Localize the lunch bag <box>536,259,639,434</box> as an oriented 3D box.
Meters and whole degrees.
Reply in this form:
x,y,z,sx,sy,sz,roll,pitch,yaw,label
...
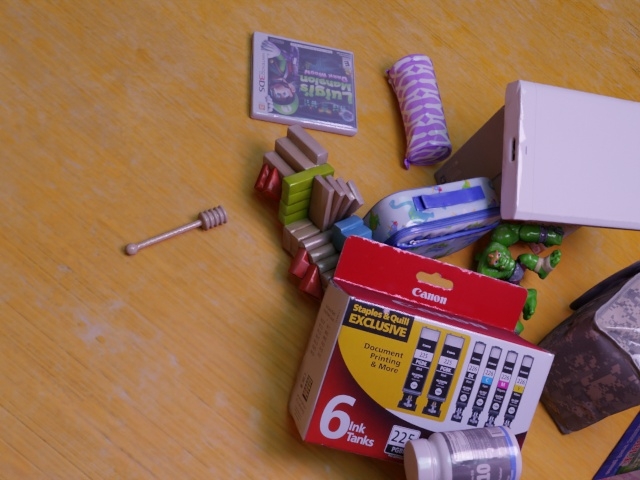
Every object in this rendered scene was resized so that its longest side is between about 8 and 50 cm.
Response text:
x,y,z,sx,sy,sz,roll,pitch,yaw,label
0.490,0.145,1.249,0.287,0.235,0.169,-33,78,-31,lunch bag

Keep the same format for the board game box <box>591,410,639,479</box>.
x,y,z,sx,sy,sz,roll,pitch,yaw,label
0.609,0.260,1.196,0.066,0.318,0.318,48,58,5,board game box

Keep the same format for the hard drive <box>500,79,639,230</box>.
x,y,z,sx,sy,sz,roll,pitch,yaw,label
0.413,-0.123,1.203,0.307,0.040,0.203,4,88,-26,hard drive

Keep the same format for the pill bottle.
x,y,z,sx,sy,sz,roll,pitch,yaw,label
0.182,0.285,1.009,0.137,0.078,0.078,-4,67,-10,pill bottle

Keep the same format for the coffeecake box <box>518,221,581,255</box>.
x,y,z,sx,sy,sz,roll,pitch,yaw,label
0.454,-0.063,1.362,0.142,0.185,0.068,-29,80,-31,coffeecake box

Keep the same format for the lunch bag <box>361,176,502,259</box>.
x,y,z,sx,sy,sz,roll,pitch,yaw,label
0.170,-0.026,1.235,0.218,0.176,0.090,-12,71,-27,lunch bag

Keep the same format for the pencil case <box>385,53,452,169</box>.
x,y,z,sx,sy,sz,roll,pitch,yaw,label
0.174,-0.234,1.392,0.088,0.086,0.206,-13,66,9,pencil case

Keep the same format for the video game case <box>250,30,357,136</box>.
x,y,z,sx,sy,sz,roll,pitch,yaw,label
-0.028,-0.274,1.362,0.190,0.022,0.173,8,64,-19,video game case

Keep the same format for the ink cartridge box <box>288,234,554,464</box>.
x,y,z,sx,sy,sz,roll,pitch,yaw,label
0.146,0.166,1.091,0.309,0.130,0.272,16,95,-14,ink cartridge box

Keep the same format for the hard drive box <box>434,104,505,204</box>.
x,y,z,sx,sy,sz,roll,pitch,yaw,label
0.332,-0.140,1.322,0.181,0.232,0.089,-10,70,-25,hard drive box

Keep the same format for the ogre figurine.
x,y,z,sx,sy,sz,roll,pitch,yaw,label
0.319,0.052,1.307,0.118,0.197,0.097,24,14,1,ogre figurine

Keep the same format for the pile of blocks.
x,y,z,sx,sy,sz,roll,pitch,yaw,label
0.000,0.000,1.170,0.112,0.149,0.362,-23,77,-29,pile of blocks

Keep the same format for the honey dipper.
x,y,z,sx,sy,sz,roll,pitch,yaw,label
-0.214,-0.013,1.160,0.160,0.030,0.030,-22,76,-28,honey dipper
